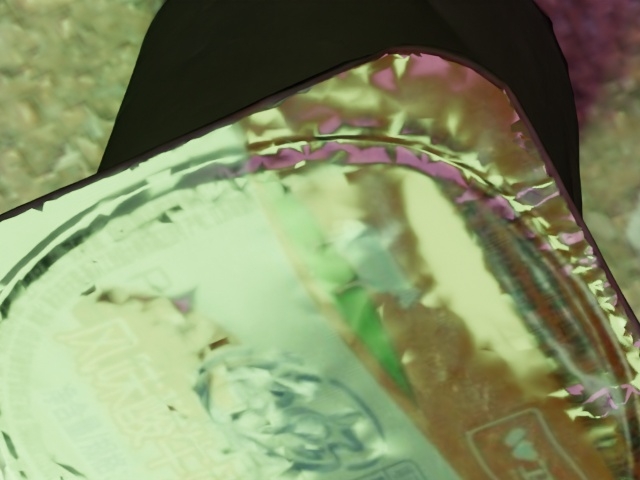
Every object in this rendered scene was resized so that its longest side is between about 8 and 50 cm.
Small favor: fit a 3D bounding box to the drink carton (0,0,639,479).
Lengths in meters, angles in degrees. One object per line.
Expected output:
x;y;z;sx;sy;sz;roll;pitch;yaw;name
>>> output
0.000;0.000;0.594;0.191;0.189;0.185;-24;122;20;drink carton
